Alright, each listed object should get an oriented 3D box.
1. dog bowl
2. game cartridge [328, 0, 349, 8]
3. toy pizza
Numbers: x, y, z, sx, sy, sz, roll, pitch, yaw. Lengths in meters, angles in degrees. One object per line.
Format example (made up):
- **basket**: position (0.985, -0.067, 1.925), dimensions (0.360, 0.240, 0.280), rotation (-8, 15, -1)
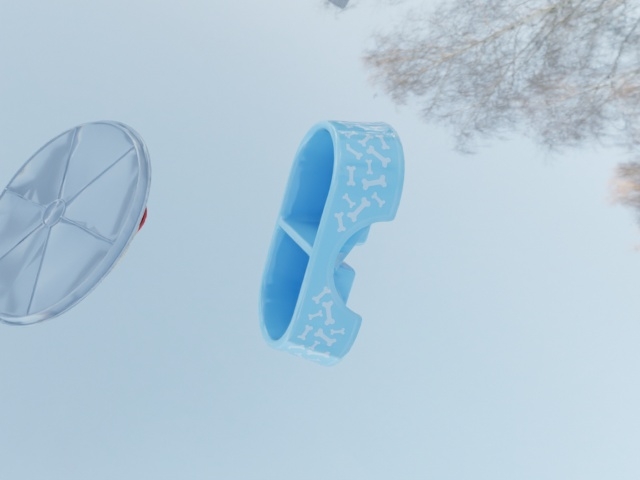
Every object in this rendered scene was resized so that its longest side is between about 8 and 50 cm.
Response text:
- **dog bowl**: position (0.000, 0.000, 0.604), dimensions (0.074, 0.166, 0.297), rotation (11, -76, -24)
- **game cartridge**: position (0.036, -0.580, 0.818), dimensions (0.230, 0.068, 0.355), rotation (19, -53, -28)
- **toy pizza**: position (-0.226, -0.018, 0.465), dimensions (0.201, 0.201, 0.032), rotation (-60, -35, -10)
